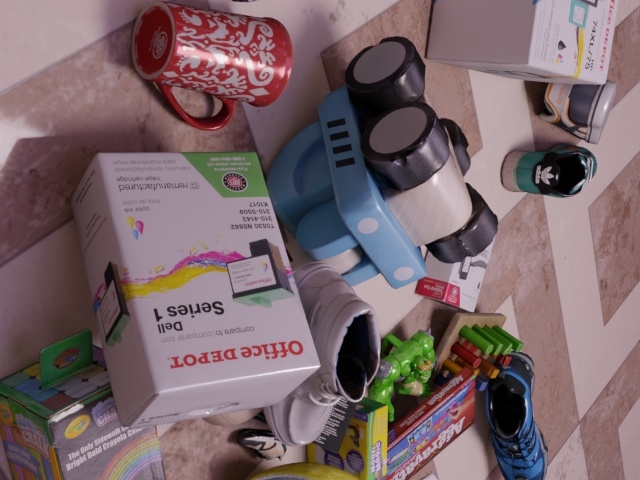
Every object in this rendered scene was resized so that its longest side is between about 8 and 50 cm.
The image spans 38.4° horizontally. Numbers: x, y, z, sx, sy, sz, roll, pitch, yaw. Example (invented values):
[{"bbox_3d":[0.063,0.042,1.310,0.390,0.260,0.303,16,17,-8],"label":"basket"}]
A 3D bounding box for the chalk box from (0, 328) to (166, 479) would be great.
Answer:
[{"bbox_3d":[-0.275,0.203,1.037,0.132,0.132,0.213,-24,116,-41],"label":"chalk box"}]

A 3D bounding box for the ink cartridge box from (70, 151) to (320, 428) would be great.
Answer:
[{"bbox_3d":[-0.142,0.048,1.023,0.201,0.117,0.278,-4,66,-33],"label":"ink cartridge box"}]

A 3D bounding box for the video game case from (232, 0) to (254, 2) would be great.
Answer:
[{"bbox_3d":[-0.043,-0.442,1.197,0.210,0.041,0.232,-25,118,-42],"label":"video game case"}]

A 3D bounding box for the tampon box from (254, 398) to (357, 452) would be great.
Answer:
[{"bbox_3d":[-0.015,0.204,1.330,0.101,0.120,0.161,35,74,-46],"label":"tampon box"}]

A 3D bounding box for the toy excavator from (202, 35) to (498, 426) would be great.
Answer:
[{"bbox_3d":[0.000,0.000,1.245,0.222,0.445,0.433,50,22,-41],"label":"toy excavator"}]

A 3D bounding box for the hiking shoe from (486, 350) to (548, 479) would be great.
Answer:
[{"bbox_3d":[0.369,0.374,1.797,0.132,0.113,0.304,-33,114,-59],"label":"hiking shoe"}]

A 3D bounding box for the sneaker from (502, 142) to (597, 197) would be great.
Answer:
[{"bbox_3d":[0.484,-0.130,1.800,0.302,0.121,0.108,-11,108,-46],"label":"sneaker"}]

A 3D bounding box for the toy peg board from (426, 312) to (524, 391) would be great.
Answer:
[{"bbox_3d":[0.281,0.219,1.660,0.161,0.079,0.161,6,114,-48],"label":"toy peg board"}]

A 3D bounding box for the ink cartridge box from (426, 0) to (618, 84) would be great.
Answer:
[{"bbox_3d":[0.342,-0.375,1.524,0.270,0.197,0.198,-2,101,-48],"label":"ink cartridge box"}]

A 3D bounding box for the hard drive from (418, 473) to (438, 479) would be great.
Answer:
[{"bbox_3d":[0.120,0.553,1.504,0.318,0.040,0.210,-24,76,-32],"label":"hard drive"}]

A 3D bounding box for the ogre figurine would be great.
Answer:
[{"bbox_3d":[0.134,0.222,1.528,0.197,0.097,0.118,-15,129,-27],"label":"ogre figurine"}]

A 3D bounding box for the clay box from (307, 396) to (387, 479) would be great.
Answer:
[{"bbox_3d":[0.039,0.346,1.422,0.053,0.127,0.222,-14,109,-46],"label":"clay box"}]

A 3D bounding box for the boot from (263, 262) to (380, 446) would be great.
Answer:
[{"bbox_3d":[0.002,0.164,1.086,0.095,0.123,0.258,-11,121,-29],"label":"boot"}]

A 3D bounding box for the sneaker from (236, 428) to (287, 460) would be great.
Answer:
[{"bbox_3d":[-0.083,0.301,1.342,0.109,0.040,0.044,20,86,-48],"label":"sneaker"}]

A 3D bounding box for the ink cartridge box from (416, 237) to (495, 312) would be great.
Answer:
[{"bbox_3d":[0.240,0.039,1.616,0.109,0.063,0.151,21,84,-48],"label":"ink cartridge box"}]

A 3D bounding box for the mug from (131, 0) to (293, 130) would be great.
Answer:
[{"bbox_3d":[-0.133,-0.209,1.107,0.169,0.113,0.150,2,97,-45],"label":"mug"}]

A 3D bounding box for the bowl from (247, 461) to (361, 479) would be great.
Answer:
[{"bbox_3d":[0.008,0.437,1.325,0.156,0.289,0.290,-28,121,-62],"label":"bowl"}]

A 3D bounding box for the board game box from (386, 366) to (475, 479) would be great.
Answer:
[{"bbox_3d":[0.160,0.346,1.568,0.281,0.027,0.145,-34,140,-25],"label":"board game box"}]

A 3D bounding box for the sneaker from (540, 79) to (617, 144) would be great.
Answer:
[{"bbox_3d":[0.510,-0.271,1.807,0.321,0.127,0.126,10,99,-73],"label":"sneaker"}]
